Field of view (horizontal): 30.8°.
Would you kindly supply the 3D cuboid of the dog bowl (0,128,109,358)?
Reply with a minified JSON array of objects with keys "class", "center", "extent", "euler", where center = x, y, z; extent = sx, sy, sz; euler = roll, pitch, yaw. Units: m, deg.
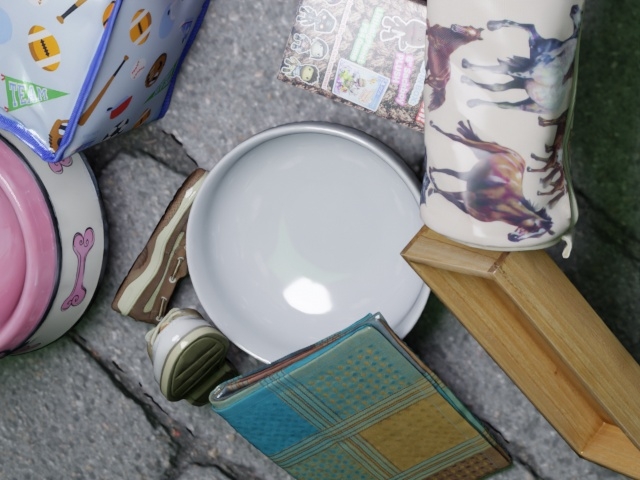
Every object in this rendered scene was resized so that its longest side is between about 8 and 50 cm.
[{"class":"dog bowl","center":[-0.504,-0.010,1.581],"extent":[0.408,0.150,0.408],"euler":[4,106,14]}]

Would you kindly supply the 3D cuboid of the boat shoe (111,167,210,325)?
[{"class":"boat shoe","center":[-0.198,0.015,1.649],"extent":[0.095,0.095,0.257],"euler":[30,118,-10]}]

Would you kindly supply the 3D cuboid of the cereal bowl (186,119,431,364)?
[{"class":"cereal bowl","center":[0.000,0.000,1.554],"extent":[0.339,0.141,0.339],"euler":[4,107,15]}]

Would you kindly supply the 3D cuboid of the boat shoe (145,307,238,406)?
[{"class":"boat shoe","center":[-0.189,0.151,1.578],"extent":[0.113,0.302,0.103],"euler":[-40,76,-12]}]

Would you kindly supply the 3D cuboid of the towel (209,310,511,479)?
[{"class":"towel","center":[0.060,0.256,1.574],"extent":[0.271,0.040,0.370],"euler":[-28,129,21]}]

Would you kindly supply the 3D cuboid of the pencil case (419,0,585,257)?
[{"class":"pencil case","center":[0.197,-0.191,1.189],"extent":[0.183,0.160,0.410],"euler":[9,107,26]}]

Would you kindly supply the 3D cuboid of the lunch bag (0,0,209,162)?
[{"class":"lunch bag","center":[-0.272,-0.334,1.436],"extent":[0.239,0.328,0.385],"euler":[30,112,4]}]

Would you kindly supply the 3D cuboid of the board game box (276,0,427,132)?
[{"class":"board game box","center":[0.128,-0.226,1.406],"extent":[0.291,0.232,0.141],"euler":[21,110,8]}]

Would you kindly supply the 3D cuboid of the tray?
[{"class":"tray","center":[0.291,0.140,1.419],"extent":[0.076,0.203,0.411],"euler":[-48,113,-14]}]
